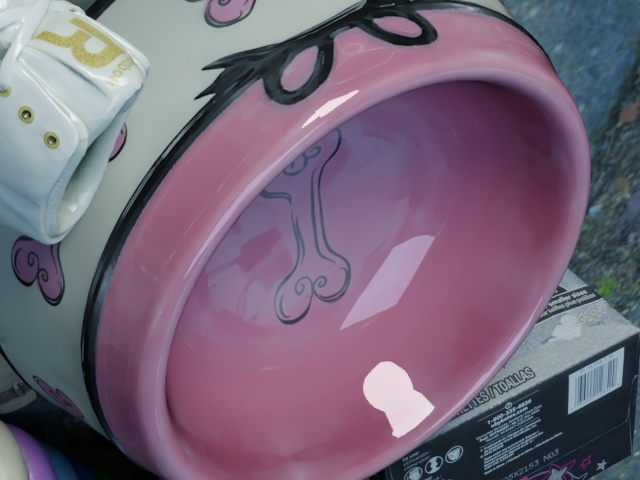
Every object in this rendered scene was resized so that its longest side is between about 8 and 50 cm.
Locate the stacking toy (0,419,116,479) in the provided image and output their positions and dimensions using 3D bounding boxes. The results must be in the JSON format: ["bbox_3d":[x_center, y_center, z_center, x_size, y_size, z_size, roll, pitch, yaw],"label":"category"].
[{"bbox_3d":[-0.181,0.228,0.919,0.141,0.141,0.330,-44,144,6],"label":"stacking toy"}]

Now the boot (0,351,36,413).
[{"bbox_3d":[-0.218,0.082,0.817,0.118,0.042,0.087,-17,137,-24],"label":"boot"}]

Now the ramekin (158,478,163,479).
[{"bbox_3d":[-0.009,0.292,0.841,0.303,0.303,0.148,32,87,-49],"label":"ramekin"}]

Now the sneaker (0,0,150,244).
[{"bbox_3d":[-0.148,-0.128,0.560,0.108,0.169,0.292,-58,167,-45],"label":"sneaker"}]

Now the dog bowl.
[{"bbox_3d":[0.000,0.000,0.790,0.408,0.150,0.408,-25,137,-25],"label":"dog bowl"}]

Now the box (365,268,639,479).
[{"bbox_3d":[0.129,0.139,1.048,0.247,0.142,0.163,-24,132,-19],"label":"box"}]
